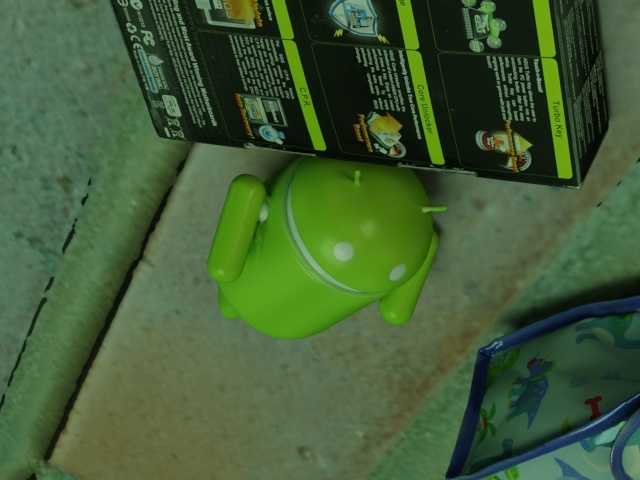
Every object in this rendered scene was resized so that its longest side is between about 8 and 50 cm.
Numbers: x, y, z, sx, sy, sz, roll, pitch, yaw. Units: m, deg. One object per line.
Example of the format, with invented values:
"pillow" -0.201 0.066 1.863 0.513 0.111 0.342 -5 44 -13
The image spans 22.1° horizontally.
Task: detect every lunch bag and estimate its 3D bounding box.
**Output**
"lunch bag" 0.150 0.087 0.662 0.151 0.096 0.129 -27 121 37

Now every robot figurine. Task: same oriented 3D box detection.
"robot figurine" 0.000 0.000 0.680 0.101 0.067 0.115 18 149 -30

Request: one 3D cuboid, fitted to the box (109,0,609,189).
"box" 0.002 -0.110 0.579 0.184 0.045 0.190 6 135 24
